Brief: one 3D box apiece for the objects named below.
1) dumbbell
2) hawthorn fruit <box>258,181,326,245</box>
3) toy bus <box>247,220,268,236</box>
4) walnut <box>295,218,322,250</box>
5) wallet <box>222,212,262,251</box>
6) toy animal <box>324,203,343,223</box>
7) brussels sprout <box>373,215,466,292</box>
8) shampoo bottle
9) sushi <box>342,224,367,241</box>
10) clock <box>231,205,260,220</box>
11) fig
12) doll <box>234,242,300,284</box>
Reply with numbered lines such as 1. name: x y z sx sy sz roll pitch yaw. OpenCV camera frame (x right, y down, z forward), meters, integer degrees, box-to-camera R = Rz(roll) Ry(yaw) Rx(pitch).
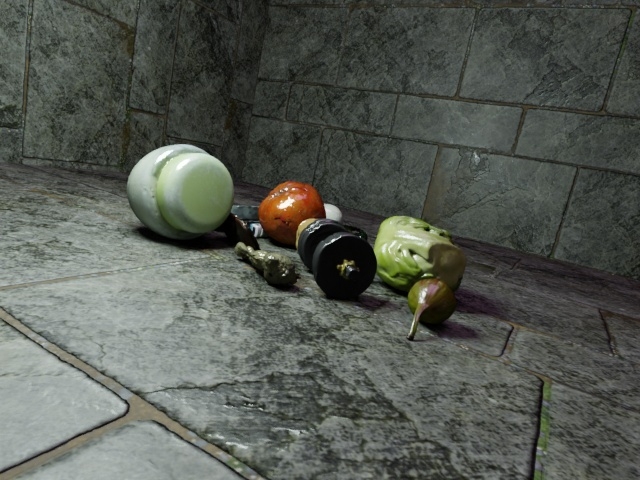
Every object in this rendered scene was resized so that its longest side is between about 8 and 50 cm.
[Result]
1. dumbbell: 0.040 0.044 1.283 0.185 0.185 0.388 8 11 -15
2. hawthorn fruit: -0.088 -0.088 1.736 0.307 0.276 0.276 44 -7 -29
3. toy bus: -0.245 -0.045 1.796 0.075 0.060 0.123 21 15 37
4. walnut: 0.000 0.000 1.570 0.184 0.155 0.155 13 10 -13
5. wallet: -0.301 -0.039 1.544 0.031 0.137 0.255 -31 31 -25
6. toy animal: -0.039 -0.119 2.096 0.290 0.174 0.249 7 12 -16
7. brussels sprout: 0.310 0.050 1.396 0.328 0.247 0.328 8 8 -1
8. shampoo bottle: -0.483 -0.163 1.467 0.318 0.322 0.323 4 4 37
9. sushi: 0.123 0.007 1.726 0.127 0.124 0.225 12 10 3
10. clock: -0.385 -0.116 1.842 0.313 0.061 0.312 1 2 0
11. fig: 0.256 0.173 1.068 0.124 0.124 0.236 17 24 29
12. doll: -0.177 0.057 1.256 0.286 0.091 0.202 30 -15 29
